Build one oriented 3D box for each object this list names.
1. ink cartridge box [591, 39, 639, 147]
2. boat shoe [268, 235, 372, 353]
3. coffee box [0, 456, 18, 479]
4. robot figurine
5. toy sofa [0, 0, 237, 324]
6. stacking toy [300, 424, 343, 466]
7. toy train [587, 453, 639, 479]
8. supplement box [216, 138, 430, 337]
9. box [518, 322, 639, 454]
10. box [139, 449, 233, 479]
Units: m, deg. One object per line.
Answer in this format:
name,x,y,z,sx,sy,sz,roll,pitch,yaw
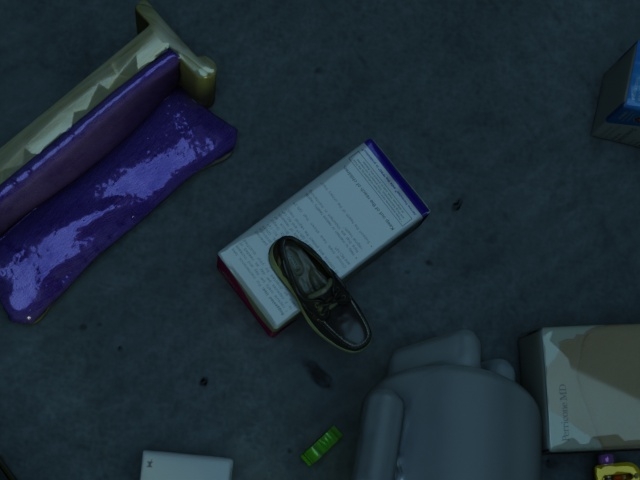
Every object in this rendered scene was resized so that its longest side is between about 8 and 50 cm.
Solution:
ink cartridge box,0.437,-0.152,1.758,0.203,0.148,0.086,14,79,-2
boat shoe,-0.001,0.058,1.623,0.056,0.049,0.152,-42,87,-10
coffee box,-0.405,0.415,1.499,0.338,0.334,0.338,-36,86,-7
robot figurine,0.135,0.273,1.603,0.300,0.199,0.354,37,44,-35
toy sofa,-0.266,-0.081,1.687,0.362,0.150,0.177,-41,85,-10
stacking toy,0.011,0.323,1.652,0.167,0.052,0.221,47,50,2
toy train,0.342,0.315,1.728,0.166,0.046,0.125,21,81,2
supplement box,0.000,0.000,1.715,0.220,0.111,0.114,-38,86,-10
box,0.391,0.166,1.715,0.311,0.121,0.148,-3,82,-6
box,-0.151,0.285,1.667,0.101,0.087,0.102,7,80,-3
